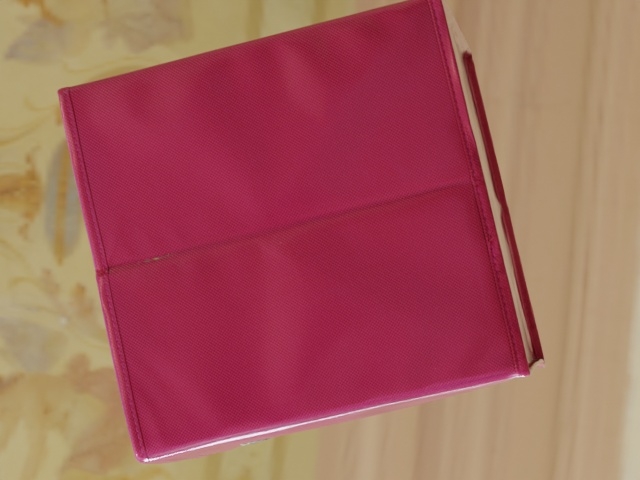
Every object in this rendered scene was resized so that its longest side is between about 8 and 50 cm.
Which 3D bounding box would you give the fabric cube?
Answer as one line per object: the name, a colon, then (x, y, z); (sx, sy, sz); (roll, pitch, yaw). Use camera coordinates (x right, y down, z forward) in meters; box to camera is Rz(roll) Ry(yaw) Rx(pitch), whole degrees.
fabric cube: (0.000, 0.000, 1.147); (0.254, 0.258, 0.259); (22, -125, -80)
